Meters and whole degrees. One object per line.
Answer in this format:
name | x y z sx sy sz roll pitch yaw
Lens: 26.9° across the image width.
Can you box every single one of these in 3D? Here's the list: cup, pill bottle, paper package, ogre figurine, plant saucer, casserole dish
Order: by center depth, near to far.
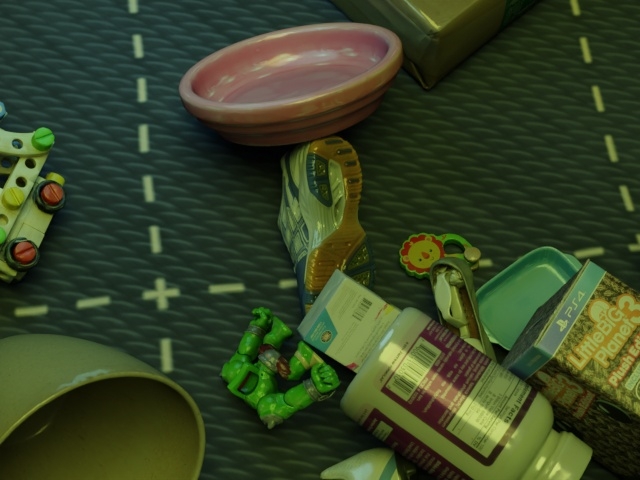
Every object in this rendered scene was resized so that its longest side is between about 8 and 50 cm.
cup | -0.346 0.249 1.700 0.331 0.331 0.237 -35 45 -17
pill bottle | 0.190 0.233 1.721 0.301 0.169 0.169 35 68 7
ogre figurine | -0.066 0.177 1.831 0.118 0.097 0.197 -46 63 -4
casserole dish | 0.301 0.089 1.928 0.188 0.037 0.114 -34 71 -16
plant saucer | -0.038 -0.225 1.960 0.332 0.084 0.332 -10 26 5
paper package | 0.184 -0.455 2.109 0.325 0.168 0.309 -40 74 -19

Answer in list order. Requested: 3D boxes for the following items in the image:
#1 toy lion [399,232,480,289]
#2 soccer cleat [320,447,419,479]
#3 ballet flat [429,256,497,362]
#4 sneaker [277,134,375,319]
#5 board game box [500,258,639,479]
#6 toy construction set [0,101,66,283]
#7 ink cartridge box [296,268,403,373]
toy lion | 0.169 0.023 1.959 0.100 0.034 0.096 -34 63 -17
soccer cleat | 0.079 0.432 1.726 0.143 0.116 0.331 -12 61 4
ballet flat | 0.193 0.126 1.867 0.072 0.068 0.213 -19 77 30
sneaker | 0.000 0.000 1.930 0.111 0.131 0.297 4 83 -32
board game box | 0.400 0.192 1.744 0.291 0.232 0.141 34 70 5
toy construction set | -0.486 -0.054 1.898 0.215 0.151 0.328 29 73 -16
ink cartridge box | 0.072 0.133 1.844 0.181 0.061 0.104 33 92 -15
